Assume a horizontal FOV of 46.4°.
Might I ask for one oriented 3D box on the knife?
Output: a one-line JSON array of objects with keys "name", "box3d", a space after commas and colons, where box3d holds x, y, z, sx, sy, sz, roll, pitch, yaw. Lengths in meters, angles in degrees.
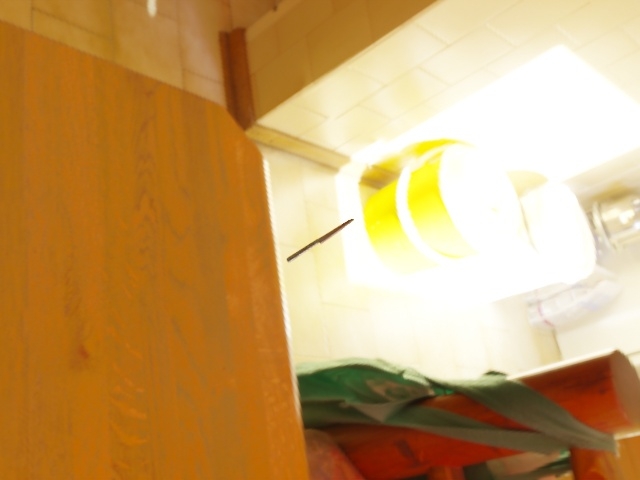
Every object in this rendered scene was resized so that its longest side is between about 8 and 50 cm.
[{"name": "knife", "box3d": [0.000, 0.000, 0.833, 0.005, 0.091, 0.014, 53, 10, -23]}]
